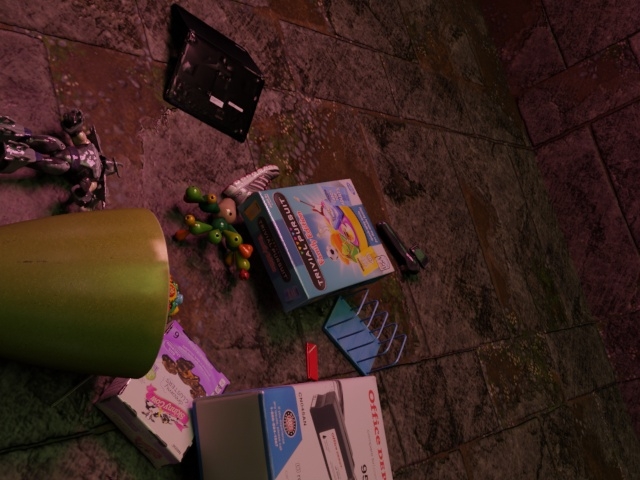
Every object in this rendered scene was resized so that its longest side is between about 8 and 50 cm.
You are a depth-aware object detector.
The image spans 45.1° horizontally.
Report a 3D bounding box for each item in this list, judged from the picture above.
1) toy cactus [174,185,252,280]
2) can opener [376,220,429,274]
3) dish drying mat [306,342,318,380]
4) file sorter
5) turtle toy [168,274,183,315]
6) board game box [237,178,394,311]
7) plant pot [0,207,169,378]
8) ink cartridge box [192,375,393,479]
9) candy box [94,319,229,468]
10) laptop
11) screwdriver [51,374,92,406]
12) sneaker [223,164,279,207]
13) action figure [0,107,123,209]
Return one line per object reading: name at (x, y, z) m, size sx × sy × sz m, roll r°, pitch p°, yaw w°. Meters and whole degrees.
toy cactus at (-0.212, -0.029, 1.603) m, size 0.219 × 0.112 × 0.180 m, roll 47°, pitch 21°, yaw -18°
can opener at (0.218, 0.019, 2.124) m, size 0.186 × 0.059 × 0.073 m, roll 48°, pitch 65°, yaw -7°
dish drying mat at (-0.018, 0.270, 1.718) m, size 0.032 × 0.008 × 0.083 m, roll 25°, pitch 51°, yaw -42°
file sorter at (0.109, 0.216, 1.827) m, size 0.170 × 0.104 × 0.118 m, roll 51°, pitch 39°, yaw -18°
turtle toy at (-0.304, 0.107, 1.413) m, size 0.095 × 0.066 × 0.130 m, roll 60°, pitch 36°, yaw -6°
board game box at (0.000, 0.000, 1.742) m, size 0.336 × 0.079 × 0.253 m, roll -14°, pitch 75°, yaw -52°
plant pot at (-0.417, 0.074, 1.161) m, size 0.294 × 0.275 × 0.274 m, roll 5°, pitch 65°, yaw -33°
ink cartridge box at (-0.034, 0.409, 1.427) m, size 0.395 × 0.166 × 0.285 m, roll 8°, pitch 70°, yaw -57°
candy box at (-0.271, 0.268, 1.354) m, size 0.165 × 0.070 × 0.196 m, roll 52°, pitch 38°, yaw -17°
laptop at (-0.262, -0.395, 1.809) m, size 0.234 × 0.137 × 0.264 m, roll 25°, pitch 77°, yaw -40°
screwdriver at (-0.387, 0.228, 1.287) m, size 0.170 × 0.025 × 0.024 m, roll -40°, pitch 102°, yaw -44°
sneaker at (-0.146, -0.116, 1.747) m, size 0.170 × 0.063 × 0.074 m, roll -35°, pitch 97°, yaw -49°
action figure at (-0.458, -0.146, 1.351) m, size 0.285 × 0.099 × 0.185 m, roll 7°, pitch 55°, yaw -54°
